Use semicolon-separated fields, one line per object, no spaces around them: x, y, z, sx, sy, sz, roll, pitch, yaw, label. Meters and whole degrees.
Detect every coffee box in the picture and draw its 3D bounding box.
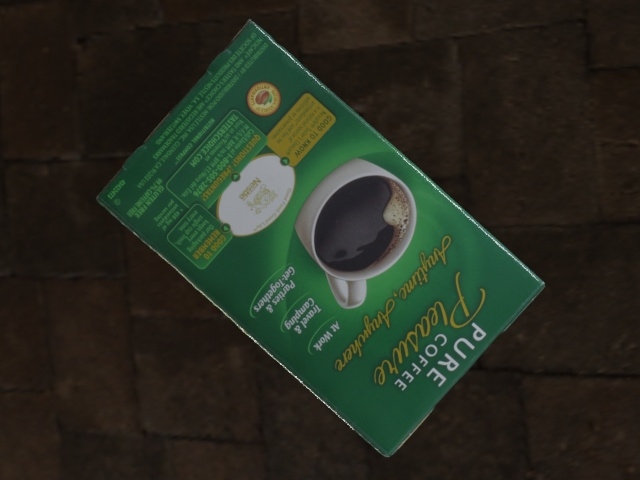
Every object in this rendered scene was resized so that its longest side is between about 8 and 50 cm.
0.000;0.000;0.705;0.184;0.040;0.113;41;90;-2;coffee box
